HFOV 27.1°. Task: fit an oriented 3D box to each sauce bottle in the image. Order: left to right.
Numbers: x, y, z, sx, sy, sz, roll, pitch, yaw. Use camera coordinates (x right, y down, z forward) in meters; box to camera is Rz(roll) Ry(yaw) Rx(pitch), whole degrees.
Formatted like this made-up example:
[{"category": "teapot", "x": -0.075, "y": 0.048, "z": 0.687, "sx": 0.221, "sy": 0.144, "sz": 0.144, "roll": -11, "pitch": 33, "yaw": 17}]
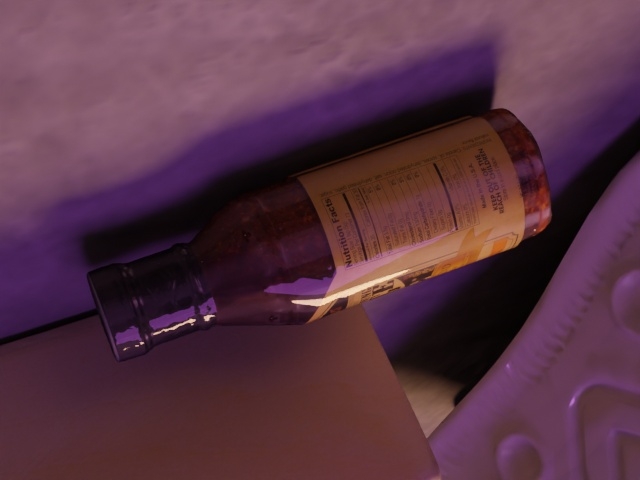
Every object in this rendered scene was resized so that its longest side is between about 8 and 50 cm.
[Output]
[{"category": "sauce bottle", "x": 0.000, "y": 0.000, "z": 0.369, "sx": 0.128, "sy": 0.042, "sz": 0.042, "roll": -19, "pitch": 153, "yaw": -10}]

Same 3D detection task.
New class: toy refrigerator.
[{"category": "toy refrigerator", "x": -0.106, "y": 0.101, "z": 0.397, "sx": 0.269, "sy": 0.094, "sz": 0.102, "roll": -17, "pitch": 152, "yaw": -16}]

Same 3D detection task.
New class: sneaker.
[{"category": "sneaker", "x": 0.187, "y": 0.034, "z": 0.522, "sx": 0.236, "sy": 0.130, "sz": 0.323, "roll": -7, "pitch": 144, "yaw": -52}]
